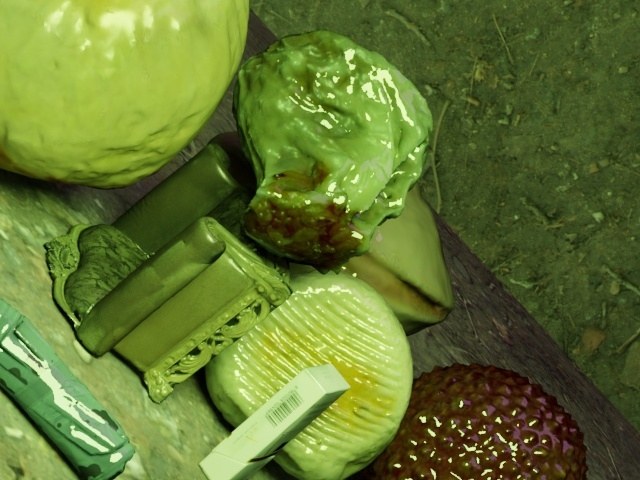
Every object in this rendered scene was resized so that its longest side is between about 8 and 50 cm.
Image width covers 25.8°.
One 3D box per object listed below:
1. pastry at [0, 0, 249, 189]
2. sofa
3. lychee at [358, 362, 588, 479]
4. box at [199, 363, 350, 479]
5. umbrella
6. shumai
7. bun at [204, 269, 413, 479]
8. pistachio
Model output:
[{"bbox_3d":[-0.263,-0.226,1.481,0.388,0.313,0.389,7,46,-8],"label":"pastry"},{"bbox_3d":[-0.156,0.008,1.474,0.182,0.200,0.258,48,15,-20],"label":"sofa"},{"bbox_3d":[0.185,0.285,1.710,0.304,0.276,0.276,-1,48,-40],"label":"lychee"},{"bbox_3d":[-0.047,0.189,1.431,0.040,0.154,0.084,49,13,11],"label":"box"},{"bbox_3d":[-0.254,0.107,1.206,0.250,0.053,0.052,50,15,-2],"label":"umbrella"},{"bbox_3d":[-0.028,-0.081,1.457,0.225,0.222,0.260,54,-24,-18],"label":"shumai"},{"bbox_3d":[-0.022,0.148,1.565,0.244,0.244,0.153,50,-15,-1],"label":"bun"},{"bbox_3d":[0.000,0.000,1.813,0.365,0.281,0.445,31,2,33],"label":"pistachio"}]
